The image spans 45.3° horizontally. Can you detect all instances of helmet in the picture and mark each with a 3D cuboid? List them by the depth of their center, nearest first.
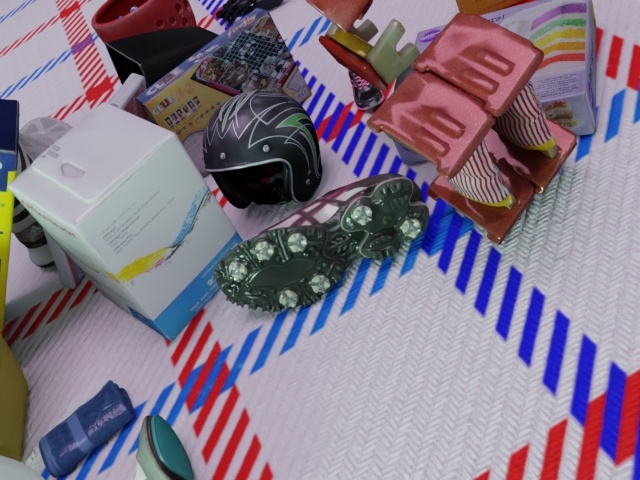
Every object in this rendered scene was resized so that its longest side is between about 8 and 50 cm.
[{"bbox_3d":[-0.083,-0.131,1.075,0.169,0.162,0.169,-19,40,16],"label":"helmet"}]

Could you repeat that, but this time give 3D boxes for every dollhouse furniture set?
[{"bbox_3d":[0.093,-0.179,0.889,0.152,0.201,0.374,-51,54,2],"label":"dollhouse furniture set"}]

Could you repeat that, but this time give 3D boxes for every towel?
[{"bbox_3d":[-0.283,0.226,0.926,0.119,0.029,0.067,-38,39,-9],"label":"towel"}]

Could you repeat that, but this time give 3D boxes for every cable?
[{"bbox_3d":[-0.144,-0.528,1.645,0.184,0.047,0.151,-23,39,11],"label":"cable"}]

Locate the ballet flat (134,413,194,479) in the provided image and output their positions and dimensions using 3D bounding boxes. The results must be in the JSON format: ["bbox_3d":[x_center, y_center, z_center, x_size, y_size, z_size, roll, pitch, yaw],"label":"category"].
[{"bbox_3d":[-0.156,0.258,0.774,0.068,0.072,0.213,-41,39,-6],"label":"ballet flat"}]

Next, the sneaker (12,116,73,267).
[{"bbox_3d":[-0.522,-0.170,1.336,0.169,0.257,0.447,-32,38,-1],"label":"sneaker"}]

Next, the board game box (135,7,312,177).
[{"bbox_3d":[-0.148,-0.232,1.228,0.243,0.165,0.042,-39,38,-10],"label":"board game box"}]

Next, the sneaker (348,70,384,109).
[{"bbox_3d":[0.064,-0.248,1.190,0.047,0.057,0.119,-24,40,6],"label":"sneaker"}]

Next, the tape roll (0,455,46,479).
[{"bbox_3d":[-0.392,0.314,0.730,0.169,0.246,0.246,1,48,34],"label":"tape roll"}]

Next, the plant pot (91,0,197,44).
[{"bbox_3d":[-0.336,-0.418,1.549,0.191,0.174,0.191,-18,41,16],"label":"plant pot"}]

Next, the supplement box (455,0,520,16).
[{"bbox_3d":[0.319,-0.429,1.200,0.233,0.078,0.080,-21,39,12],"label":"supplement box"}]

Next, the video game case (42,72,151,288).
[{"bbox_3d":[-0.334,-0.093,1.184,0.025,0.204,0.285,18,53,8],"label":"video game case"}]

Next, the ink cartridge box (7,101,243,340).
[{"bbox_3d":[-0.239,-0.025,0.993,0.171,0.233,0.168,25,64,39],"label":"ink cartridge box"}]

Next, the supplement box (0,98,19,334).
[{"bbox_3d":[-0.528,-0.007,1.050,0.194,0.357,0.195,4,28,-23],"label":"supplement box"}]

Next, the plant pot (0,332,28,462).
[{"bbox_3d":[-0.483,0.209,0.948,0.212,0.187,0.212,-27,42,6],"label":"plant pot"}]

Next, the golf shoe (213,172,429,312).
[{"bbox_3d":[0.000,0.000,0.949,0.272,0.105,0.120,-23,21,4],"label":"golf shoe"}]

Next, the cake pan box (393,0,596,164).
[{"bbox_3d":[0.234,-0.221,1.040,0.266,0.070,0.246,-7,42,29],"label":"cake pan box"}]

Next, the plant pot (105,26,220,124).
[{"bbox_3d":[-0.236,-0.270,1.331,0.167,0.188,0.187,-29,36,-18],"label":"plant pot"}]
